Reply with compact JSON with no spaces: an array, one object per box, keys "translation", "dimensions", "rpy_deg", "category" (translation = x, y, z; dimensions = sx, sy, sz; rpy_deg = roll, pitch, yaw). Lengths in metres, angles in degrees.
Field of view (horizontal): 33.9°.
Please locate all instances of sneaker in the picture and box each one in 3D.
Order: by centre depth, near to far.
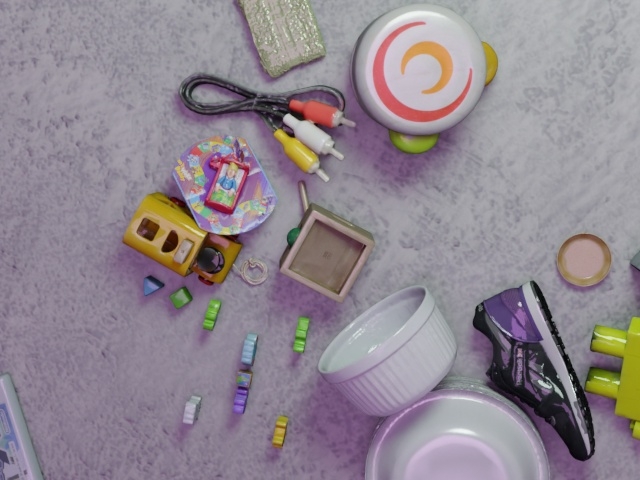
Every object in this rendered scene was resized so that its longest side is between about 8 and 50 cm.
[{"translation":[0.327,0.212,1.618],"dimensions":[0.124,0.107,0.283],"rpy_deg":[-23,85,16],"category":"sneaker"}]

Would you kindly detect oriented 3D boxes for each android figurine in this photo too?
[{"translation":[0.533,0.210,1.552],"dimensions":[0.273,0.056,0.248],"rpy_deg":[15,127,22],"category":"android figurine"}]

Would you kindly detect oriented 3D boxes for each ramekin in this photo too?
[{"translation":[0.108,0.173,1.583],"dimensions":[0.207,0.207,0.109],"rpy_deg":[-35,100,9],"category":"ramekin"}]

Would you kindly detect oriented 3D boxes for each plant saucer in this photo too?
[{"translation":[0.407,0.029,1.620],"dimensions":[0.084,0.015,0.083],"rpy_deg":[1,97,8],"category":"plant saucer"}]

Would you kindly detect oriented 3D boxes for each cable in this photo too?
[{"translation":[-0.079,-0.210,1.625],"dimensions":[0.287,0.072,0.139],"rpy_deg":[27,93,4],"category":"cable"}]

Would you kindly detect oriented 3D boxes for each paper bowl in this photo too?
[{"translation":[0.210,0.362,1.617],"dimensions":[0.284,0.148,0.284],"rpy_deg":[1,95,7],"category":"paper bowl"}]

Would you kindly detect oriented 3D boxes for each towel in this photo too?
[{"translation":[-0.059,-0.338,1.631],"dimensions":[0.110,0.027,0.148],"rpy_deg":[-22,92,8],"category":"towel"}]

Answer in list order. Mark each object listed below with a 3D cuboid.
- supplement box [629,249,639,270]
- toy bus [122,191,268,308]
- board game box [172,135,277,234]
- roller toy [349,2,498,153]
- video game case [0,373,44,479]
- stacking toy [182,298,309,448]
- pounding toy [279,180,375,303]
[{"translation":[0.587,0.062,1.553],"dimensions":[0.220,0.114,0.111],"rpy_deg":[38,99,3],"category":"supplement box"},{"translation":[-0.209,0.008,1.649],"dimensions":[0.202,0.104,0.190],"rpy_deg":[-17,94,9],"category":"toy bus"},{"translation":[-0.148,-0.092,1.625],"dimensions":[0.133,0.033,0.168],"rpy_deg":[-23,75,-16],"category":"board game box"},{"translation":[0.143,-0.254,1.555],"dimensions":[0.209,0.146,0.191],"rpy_deg":[-45,99,4],"category":"roller toy"},{"translation":[-0.619,0.419,1.780],"dimensions":[0.300,0.036,0.328],"rpy_deg":[-16,95,9],"category":"video game case"},{"translation":[-0.119,0.214,1.692],"dimensions":[0.167,0.052,0.221],"rpy_deg":[12,96,4],"category":"stacking toy"},{"translation":[0.000,0.000,1.637],"dimensions":[0.141,0.100,0.130],"rpy_deg":[28,100,-8],"category":"pounding toy"}]
